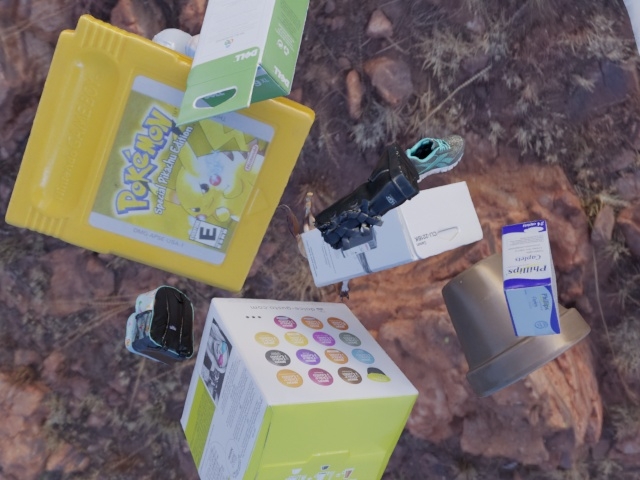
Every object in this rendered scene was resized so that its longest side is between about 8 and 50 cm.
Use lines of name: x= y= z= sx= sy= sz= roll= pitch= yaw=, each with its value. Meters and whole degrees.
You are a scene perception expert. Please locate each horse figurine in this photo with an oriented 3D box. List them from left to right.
horse figurine: x=0.000 y=0.000 z=1.438 sx=0.263 sy=0.066 sz=0.175 roll=33 pitch=128 yaw=41

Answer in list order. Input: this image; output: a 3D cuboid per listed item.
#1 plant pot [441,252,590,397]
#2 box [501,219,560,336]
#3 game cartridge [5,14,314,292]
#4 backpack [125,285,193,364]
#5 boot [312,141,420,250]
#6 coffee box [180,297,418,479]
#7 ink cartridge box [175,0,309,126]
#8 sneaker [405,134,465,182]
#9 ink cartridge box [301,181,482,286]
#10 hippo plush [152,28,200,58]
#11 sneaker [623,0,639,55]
plant pot: x=0.371 y=0.157 z=1.283 sx=0.263 sy=0.263 sz=0.229 roll=-42 pitch=71 yaw=30
box: x=0.336 y=0.062 z=1.002 sx=0.072 sy=0.137 sz=0.126 roll=-8 pitch=133 yaw=22
game cartridge: x=-0.207 y=-0.099 z=0.823 sx=0.323 sy=0.053 sz=0.285 roll=18 pitch=107 yaw=-20
backpack: x=-0.421 y=0.221 z=1.658 sx=0.144 sy=0.188 sz=0.166 roll=-19 pitch=144 yaw=32
boot: x=0.046 y=-0.043 z=0.607 sx=0.099 sy=0.121 sz=0.045 roll=-35 pitch=106 yaw=19
coffee box: x=-0.062 y=0.354 z=1.315 sx=0.337 sy=0.334 sz=0.338 roll=5 pitch=116 yaw=-31
ink cartridge box: x=-0.087 y=-0.214 z=0.725 sx=0.109 sy=0.209 sz=0.062 roll=-5 pitch=153 yaw=31
sneaker: x=0.214 y=-0.164 z=1.179 sx=0.065 sy=0.166 sz=0.076 roll=48 pitch=154 yaw=22
ink cartridge box: x=0.128 y=-0.008 z=1.163 sx=0.273 sy=0.197 sz=0.114 roll=-19 pitch=87 yaw=50
hippo plush: x=-0.232 y=-0.301 z=1.258 sx=0.236 sy=0.234 sz=0.294 roll=24 pitch=113 yaw=35
sneaker: x=0.352 y=-0.253 z=0.551 sx=0.102 sy=0.282 sz=0.161 roll=18 pitch=143 yaw=-29
